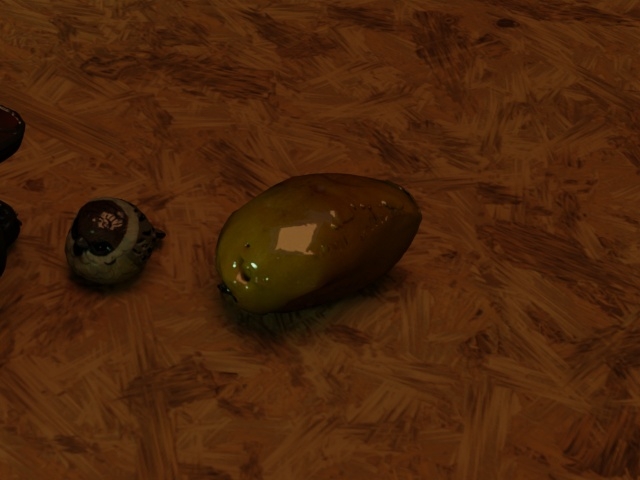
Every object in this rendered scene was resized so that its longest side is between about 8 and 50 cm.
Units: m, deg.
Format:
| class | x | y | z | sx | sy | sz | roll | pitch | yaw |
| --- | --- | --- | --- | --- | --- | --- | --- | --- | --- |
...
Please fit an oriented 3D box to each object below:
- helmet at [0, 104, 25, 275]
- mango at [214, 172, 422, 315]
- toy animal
| class | x | y | z | sx | sy | sz | roll | pitch | yaw |
| --- | --- | --- | --- | --- | --- | --- | --- | --- | --- |
| helmet | -0.395 | -0.044 | 1.414 | 0.193 | 0.189 | 0.216 | -15 | 55 | -28 |
| mango | 0.000 | 0.000 | 1.505 | 0.248 | 0.151 | 0.156 | -14 | 12 | -26 |
| toy animal | -0.219 | -0.010 | 1.499 | 0.098 | 0.098 | 0.137 | 36 | 44 | 26 |
